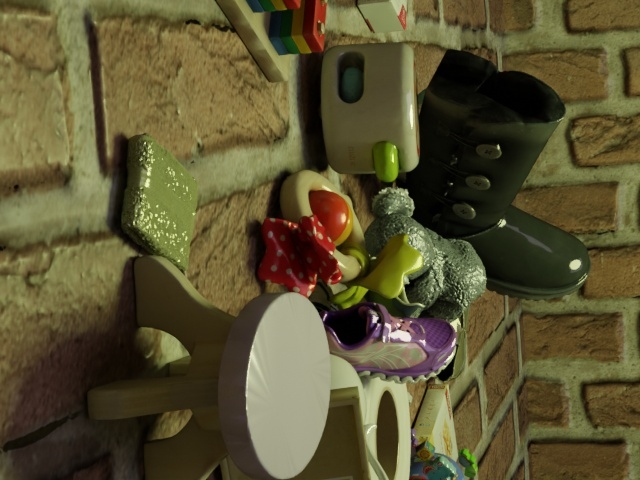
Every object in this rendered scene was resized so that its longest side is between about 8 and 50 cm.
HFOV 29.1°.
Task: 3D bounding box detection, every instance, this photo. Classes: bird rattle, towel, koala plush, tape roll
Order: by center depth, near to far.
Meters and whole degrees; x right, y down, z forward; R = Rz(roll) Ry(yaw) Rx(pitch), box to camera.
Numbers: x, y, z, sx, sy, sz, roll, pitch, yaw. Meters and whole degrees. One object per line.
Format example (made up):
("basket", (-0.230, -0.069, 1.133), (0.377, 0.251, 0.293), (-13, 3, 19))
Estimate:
("towel", (-0.162, -0.036, 1.246), (0.148, 0.027, 0.110), (48, 44, -66))
("bird rattle", (0.000, 0.000, 1.649), (0.253, 0.143, 0.207), (18, 44, -43))
("tape roll", (0.051, 0.285, 1.766), (0.286, 0.100, 0.286), (-2, 90, -74))
("koala plush", (0.141, 0.029, 1.984), (0.221, 0.203, 0.196), (50, 39, -45))

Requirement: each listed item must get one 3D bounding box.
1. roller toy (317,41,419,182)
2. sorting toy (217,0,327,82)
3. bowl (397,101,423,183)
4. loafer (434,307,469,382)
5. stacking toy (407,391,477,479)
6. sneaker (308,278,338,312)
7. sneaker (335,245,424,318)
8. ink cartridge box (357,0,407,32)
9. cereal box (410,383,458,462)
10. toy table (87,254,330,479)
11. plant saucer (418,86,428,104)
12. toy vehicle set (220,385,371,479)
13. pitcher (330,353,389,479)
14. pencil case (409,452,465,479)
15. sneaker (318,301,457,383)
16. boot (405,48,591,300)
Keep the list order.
("roller toy", (0.069, -0.194, 1.816), (0.209, 0.146, 0.191), (-70, 157, -72))
("sorting toy", (-0.050, -0.373, 1.550), (0.257, 0.089, 0.255), (52, 39, -61))
("bowl", (0.163, -0.165, 2.176), (0.080, 0.170, 0.170), (-3, 90, -29))
("loafer", (0.247, 0.169, 2.424), (0.087, 0.094, 0.251), (-60, 144, -67))
("stacking toy", (0.168, 0.358, 2.033), (0.221, 0.052, 0.167), (43, 28, -6))
("sneaker", (0.010, 0.086, 1.761), (0.109, 0.040, 0.044), (49, 39, -64))
("sneaker", (0.083, 0.053, 1.778), (0.064, 0.086, 0.192), (22, 32, -56))
("ink cartridge box", (0.108, -0.448, 2.116), (0.109, 0.063, 0.150), (45, 45, -65))
("cereal box", (0.218, 0.406, 2.373), (0.240, 0.047, 0.173), (-56, 140, -63))
("toy table", (-0.100, 0.137, 1.196), (0.274, 0.161, 0.252), (30, 59, -71))
("plant saucer", (0.205, -0.140, 2.396), (0.317, 0.043, 0.318), (-2, 90, -76))
("toy vehicle set", (-0.021, 0.305, 1.411), (0.035, 0.166, 0.267), (-92, 175, -74))
("pitcher", (0.012, 0.248, 1.515), (0.125, 0.177, 0.207), (100, 4, -47))
("pencil case", (0.163, 0.461, 2.065), (0.306, 0.119, 0.133), (-35, 117, -70))
("sneaker", (0.080, 0.129, 1.645), (0.095, 0.236, 0.104), (-113, -151, -43))
("boot", (0.318, -0.095, 2.015), (0.445, 0.367, 0.146), (101, -1, -53))
